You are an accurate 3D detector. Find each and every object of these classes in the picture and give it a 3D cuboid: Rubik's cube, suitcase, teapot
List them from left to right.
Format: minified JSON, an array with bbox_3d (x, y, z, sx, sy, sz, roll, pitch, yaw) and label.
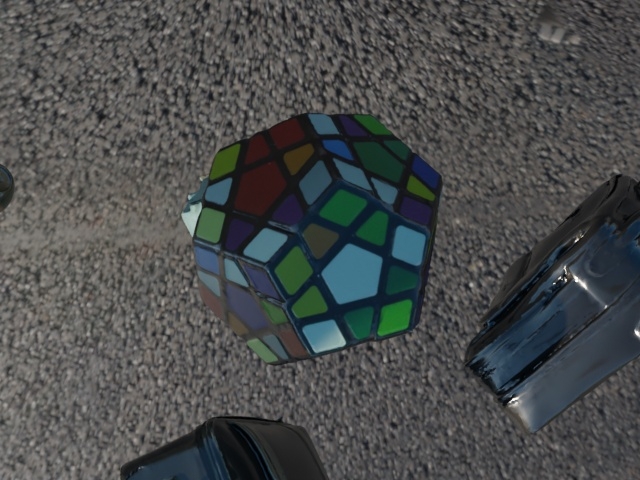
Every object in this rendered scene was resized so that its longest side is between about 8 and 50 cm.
[{"bbox_3d":[-0.419,-0.070,1.014,0.080,0.085,0.110,-24,115,37],"label":"teapot"},{"bbox_3d":[-0.090,0.391,1.170,0.194,0.434,0.283,-28,71,9],"label":"suitcase"},{"bbox_3d":[0.000,0.000,0.429,0.112,0.133,0.133,-45,114,-29],"label":"Rubik's cube"},{"bbox_3d":[0.358,0.083,1.180,0.188,0.345,0.339,44,117,5],"label":"suitcase"}]

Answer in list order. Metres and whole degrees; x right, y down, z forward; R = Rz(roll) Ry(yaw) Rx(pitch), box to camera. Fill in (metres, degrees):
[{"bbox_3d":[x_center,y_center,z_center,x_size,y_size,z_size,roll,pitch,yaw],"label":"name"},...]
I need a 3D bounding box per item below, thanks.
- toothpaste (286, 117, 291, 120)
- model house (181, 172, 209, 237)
[{"bbox_3d":[-0.010,-0.145,1.130,0.083,0.019,0.027,25,90,26],"label":"toothpaste"},{"bbox_3d":[-0.123,-0.070,1.339,0.148,0.148,0.119,-11,131,21],"label":"model house"}]
